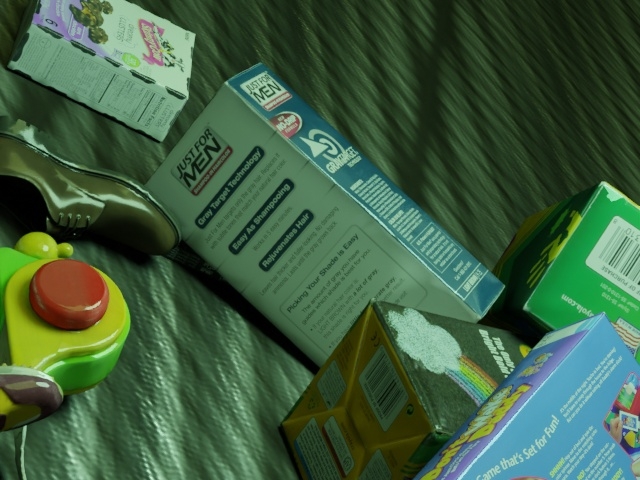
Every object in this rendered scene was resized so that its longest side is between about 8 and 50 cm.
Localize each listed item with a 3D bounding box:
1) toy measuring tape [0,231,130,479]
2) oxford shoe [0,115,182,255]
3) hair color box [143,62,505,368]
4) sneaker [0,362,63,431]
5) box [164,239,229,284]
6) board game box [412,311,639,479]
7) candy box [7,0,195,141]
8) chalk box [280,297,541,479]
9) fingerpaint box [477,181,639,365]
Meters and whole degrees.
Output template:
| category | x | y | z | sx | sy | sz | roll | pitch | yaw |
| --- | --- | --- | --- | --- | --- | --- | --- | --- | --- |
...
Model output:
| category | x | y | z | sx | sy | sz | roll | pitch | yaw |
| --- | --- | --- | --- | --- | --- | --- | --- | --- | --- |
| toy measuring tape | -0.211 | 0.120 | 1.439 | 0.121 | 0.121 | 0.330 | 16 | 41 | -32 |
| oxford shoe | -0.244 | -0.029 | 1.684 | 0.227 | 0.083 | 0.096 | 25 | 49 | -18 |
| hair color box | 0.000 | 0.000 | 1.748 | 0.347 | 0.174 | 0.105 | 43 | 27 | 3 |
| sneaker | -0.288 | 0.151 | 1.312 | 0.185 | 0.069 | 0.084 | -8 | 53 | -12 |
| box | -0.128 | 0.006 | 1.797 | 0.083 | 0.018 | 0.067 | 25 | 30 | -18 |
| board game box | 0.197 | 0.252 | 1.434 | 0.347 | 0.078 | 0.233 | -40 | 98 | -41 |
| candy box | -0.248 | -0.219 | 1.961 | 0.196 | 0.070 | 0.165 | 25 | 29 | -17 |
| chalk box | 0.143 | 0.200 | 1.625 | 0.289 | 0.179 | 0.180 | 16 | 33 | -34 |
| fingerpaint box | 0.397 | 0.144 | 1.824 | 0.445 | 0.163 | 0.371 | 34 | -7 | -2 |
